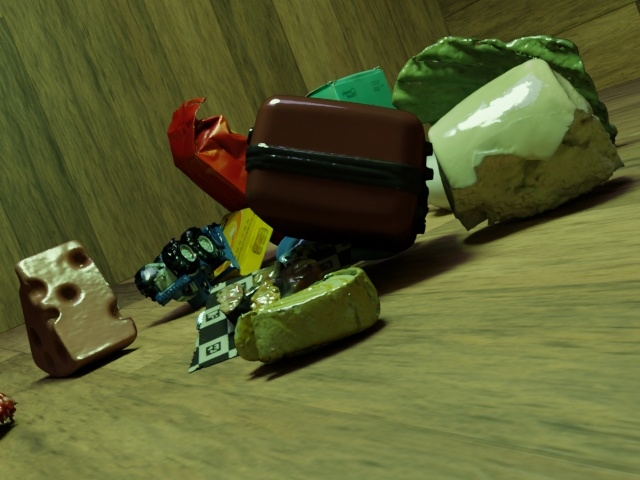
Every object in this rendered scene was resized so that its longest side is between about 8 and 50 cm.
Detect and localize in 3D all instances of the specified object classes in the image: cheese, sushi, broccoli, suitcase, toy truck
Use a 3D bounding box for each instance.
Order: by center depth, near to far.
[{"bbox_3d":[-0.066,0.061,1.147,0.210,0.040,0.192,-19,27,13],"label":"sushi"},{"bbox_3d":[0.029,-0.081,1.234,0.236,0.161,0.297,8,-4,8],"label":"suitcase"},{"bbox_3d":[-0.018,0.043,1.246,0.097,0.095,0.092,7,-27,-9],"label":"broccoli"},{"bbox_3d":[-0.382,0.132,1.491,0.128,0.202,0.177,-24,37,-36],"label":"cheese"},{"bbox_3d":[-0.237,0.052,1.717,0.113,0.126,0.208,-39,3,26],"label":"toy truck"}]

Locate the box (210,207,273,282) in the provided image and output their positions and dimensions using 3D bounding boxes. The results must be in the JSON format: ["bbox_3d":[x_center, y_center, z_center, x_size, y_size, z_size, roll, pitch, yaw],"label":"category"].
[{"bbox_3d":[-0.167,0.009,1.883,0.043,0.152,0.269,24,-13,-21],"label":"box"}]

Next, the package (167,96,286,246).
[{"bbox_3d":[-0.152,-0.125,1.973,0.123,0.423,0.196,-55,16,-18],"label":"package"}]

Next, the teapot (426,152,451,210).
[{"bbox_3d":[0.255,-0.136,1.642,0.298,0.139,0.204,-16,10,42],"label":"teapot"}]

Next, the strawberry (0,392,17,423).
[{"bbox_3d":[-0.523,0.206,1.169,0.234,0.178,0.234,-28,2,1],"label":"strawberry"}]

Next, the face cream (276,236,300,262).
[{"bbox_3d":[0.000,0.000,1.578,0.149,0.083,0.264,-18,6,7],"label":"face cream"}]

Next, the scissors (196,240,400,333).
[{"bbox_3d":[-0.024,0.024,1.369,0.393,0.032,0.180,-33,47,-25],"label":"scissors"}]

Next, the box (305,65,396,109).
[{"bbox_3d":[0.103,-0.220,2.118,0.118,0.311,0.205,-19,6,41],"label":"box"}]

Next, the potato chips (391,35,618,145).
[{"bbox_3d":[0.342,-0.232,1.693,0.389,0.097,0.373,0,-26,32],"label":"potato chips"}]

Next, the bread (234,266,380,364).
[{"bbox_3d":[-0.015,0.082,0.957,0.156,0.064,0.117,-23,1,-5],"label":"bread"}]

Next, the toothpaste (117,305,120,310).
[{"bbox_3d":[-0.468,0.175,1.945,0.067,0.042,0.194,-18,12,9],"label":"toothpaste"}]

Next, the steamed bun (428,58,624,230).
[{"bbox_3d":[0.260,-0.109,1.216,0.225,0.200,0.170,-34,13,11],"label":"steamed bun"}]
